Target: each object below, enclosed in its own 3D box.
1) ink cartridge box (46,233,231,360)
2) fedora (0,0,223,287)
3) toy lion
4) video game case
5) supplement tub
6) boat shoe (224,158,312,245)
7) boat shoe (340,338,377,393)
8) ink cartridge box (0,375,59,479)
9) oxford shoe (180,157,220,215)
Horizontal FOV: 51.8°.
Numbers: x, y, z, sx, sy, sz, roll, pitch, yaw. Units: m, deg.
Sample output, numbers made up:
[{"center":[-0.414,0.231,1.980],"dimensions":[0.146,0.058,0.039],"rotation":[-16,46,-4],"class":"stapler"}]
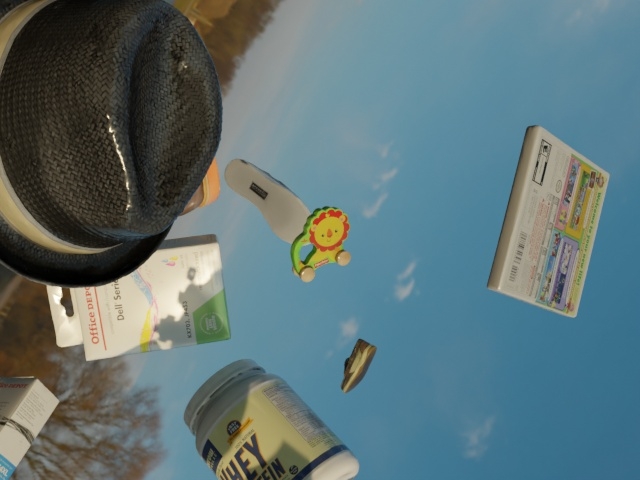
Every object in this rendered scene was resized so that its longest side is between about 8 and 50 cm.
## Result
[{"center":[-0.367,0.114,1.310],"dimensions":[0.119,0.354,0.207],"rotation":[-135,-142,-76],"class":"ink cartridge box"},{"center":[-0.199,-0.117,0.645],"dimensions":[0.153,0.334,0.333],"rotation":[0,-122,36],"class":"fedora"},{"center":[0.000,0.000,0.968],"dimensions":[0.100,0.096,0.034],"rotation":[-24,-151,-20],"class":"toy lion"},{"center":[0.305,-0.018,0.867],"dimensions":[0.023,0.193,0.212],"rotation":[9,-97,50],"class":"video game case"},{"center":[-0.107,0.426,1.361],"dimensions":[0.325,0.235,0.235],"rotation":[41,-76,27],"class":"supplement tub"},{"center":[-0.093,-0.087,1.415],"dimensions":[0.095,0.258,0.084],"rotation":[-49,162,17],"class":"boat shoe"},{"center":[0.079,0.281,1.486],"dimensions":[0.056,0.049,0.152],"rotation":[-16,139,-50],"class":"boat shoe"},{"center":[-0.651,0.381,1.327],"dimensions":[0.148,0.085,0.203],"rotation":[-6,-141,29],"class":"ink cartridge box"},{"center":[-0.283,-0.209,1.172],"dimensions":[0.130,0.363,0.133],"rotation":[10,-147,41],"class":"oxford shoe"}]
